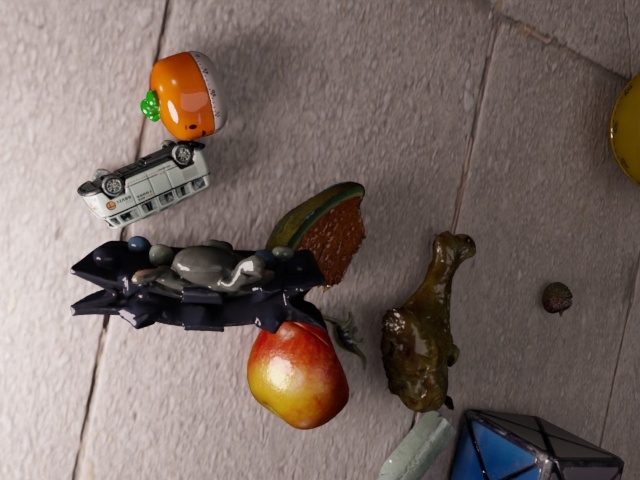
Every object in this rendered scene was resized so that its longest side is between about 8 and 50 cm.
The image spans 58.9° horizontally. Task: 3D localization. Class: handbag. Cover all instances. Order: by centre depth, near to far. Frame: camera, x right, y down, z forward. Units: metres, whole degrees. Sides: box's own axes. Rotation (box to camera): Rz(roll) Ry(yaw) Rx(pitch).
[{"bbox_3d":[-0.157,0.054,0.791,0.325,0.269,0.119,3,96,-9],"label":"handbag"}]

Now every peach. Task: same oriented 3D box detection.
[{"bbox_3d":[-0.027,0.216,0.971,0.190,0.190,0.192,40,77,-26],"label":"peach"}]

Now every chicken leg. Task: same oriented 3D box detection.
[{"bbox_3d":[0.199,0.152,1.118,0.211,0.140,0.362,16,78,-49],"label":"chicken leg"}]

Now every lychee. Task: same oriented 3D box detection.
[{"bbox_3d":[0.561,0.139,1.345,0.067,0.068,0.084,13,70,-58],"label":"lychee"}]

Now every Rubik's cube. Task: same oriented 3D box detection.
[{"bbox_3d":[0.456,0.540,1.230,0.254,0.260,0.260,13,93,-28],"label":"Rubik's cube"}]

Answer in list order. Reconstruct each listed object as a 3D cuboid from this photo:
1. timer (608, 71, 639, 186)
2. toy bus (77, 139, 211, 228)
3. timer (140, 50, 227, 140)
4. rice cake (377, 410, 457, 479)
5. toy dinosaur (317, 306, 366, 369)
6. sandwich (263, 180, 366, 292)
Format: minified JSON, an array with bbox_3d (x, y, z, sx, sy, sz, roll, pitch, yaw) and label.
[{"bbox_3d":[0.865,-0.271,1.334,0.387,0.375,0.377,-22,112,-70],"label":"timer"},{"bbox_3d":[-0.261,-0.086,0.862,0.193,0.087,0.089,-29,119,-24],"label":"toy bus"},{"bbox_3d":[-0.212,-0.216,0.862,0.136,0.099,0.136,7,73,-24],"label":"timer"},{"bbox_3d":[0.206,0.442,1.191,0.206,0.063,0.069,-43,116,-17],"label":"rice cake"},{"bbox_3d":[0.058,0.182,1.096,0.058,0.037,0.180,-36,106,5],"label":"toy dinosaur"},{"bbox_3d":[-0.004,-0.011,1.020,0.159,0.079,0.235,34,83,-38],"label":"sandwich"}]
